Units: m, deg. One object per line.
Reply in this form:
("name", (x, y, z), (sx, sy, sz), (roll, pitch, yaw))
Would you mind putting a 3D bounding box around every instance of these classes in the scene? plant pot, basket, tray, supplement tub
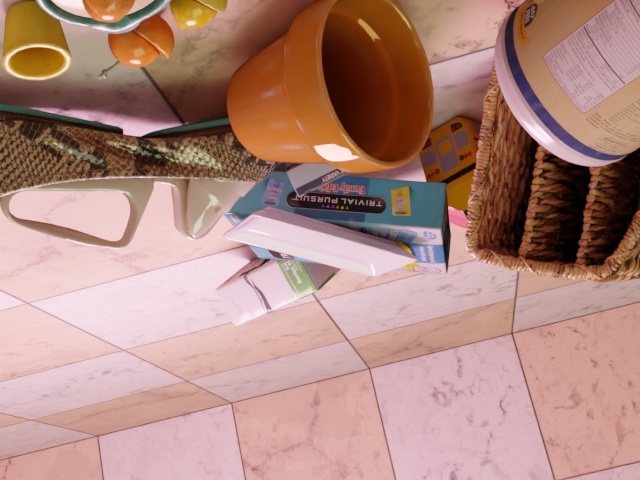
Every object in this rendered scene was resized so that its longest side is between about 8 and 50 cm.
("plant pot", (-0.002, -0.171, 1.069), (0.188, 0.205, 0.205), (-9, 168, 41))
("basket", (0.359, -0.094, 1.260), (0.223, 0.299, 0.214), (6, -175, -43))
("tray", (0.000, 0.000, 1.390), (0.271, 0.030, 0.145), (15, 161, -21))
("supplement tub", (0.376, -0.245, 1.019), (0.228, 0.228, 0.316), (1, 156, -35))

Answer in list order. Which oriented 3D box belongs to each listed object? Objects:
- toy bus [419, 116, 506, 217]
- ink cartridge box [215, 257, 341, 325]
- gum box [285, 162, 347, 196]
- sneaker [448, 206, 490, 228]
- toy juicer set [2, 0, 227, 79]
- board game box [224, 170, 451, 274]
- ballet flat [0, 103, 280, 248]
("toy bus", (0.314, -0.104, 1.519), (0.333, 0.130, 0.108), (7, 152, -44))
("ink cartridge box", (-0.074, 0.067, 1.730), (0.208, 0.086, 0.153), (-25, -171, 30))
("gum box", (0.029, -0.127, 1.227), (0.157, 0.041, 0.184), (-25, -164, 4))
("sneaker", (0.326, -0.071, 1.697), (0.314, 0.115, 0.136), (10, 161, -35))
("toy juicer set", (-0.170, -0.248, 0.876), (0.209, 0.089, 0.329), (0, 156, -32))
("board game box", (0.037, -0.026, 1.478), (0.336, 0.079, 0.254), (4, 163, 12))
("ballet flat", (-0.234, -0.082, 1.153), (0.483, 0.181, 0.164), (-3, -177, -27))
